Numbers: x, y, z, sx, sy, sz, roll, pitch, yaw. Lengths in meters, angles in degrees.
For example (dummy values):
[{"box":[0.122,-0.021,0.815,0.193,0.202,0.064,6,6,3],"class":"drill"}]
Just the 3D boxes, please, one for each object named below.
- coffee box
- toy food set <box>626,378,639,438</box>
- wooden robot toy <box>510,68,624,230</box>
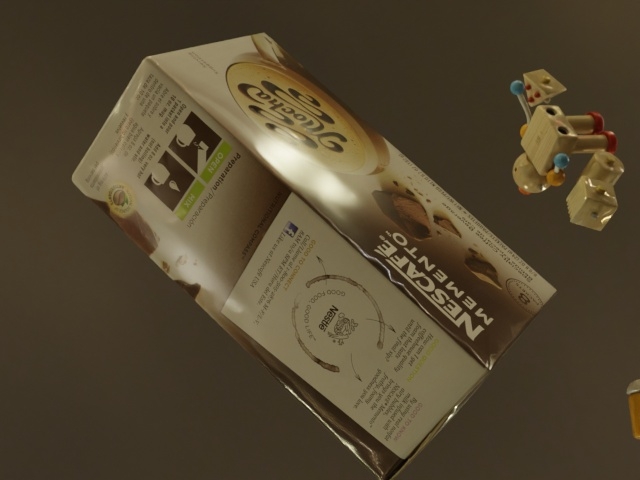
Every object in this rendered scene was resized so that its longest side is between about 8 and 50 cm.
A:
[{"box":[0.000,0.000,0.800,0.297,0.168,0.119,43,-61,10],"class":"coffee box"},{"box":[0.326,0.073,0.781,0.232,0.111,0.105,-4,-105,1],"class":"toy food set"},{"box":[0.196,-0.063,0.950,0.076,0.173,0.079,3,-46,-25],"class":"wooden robot toy"}]
